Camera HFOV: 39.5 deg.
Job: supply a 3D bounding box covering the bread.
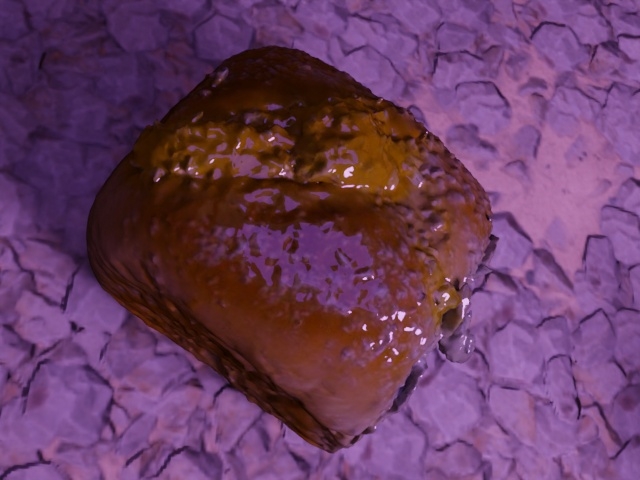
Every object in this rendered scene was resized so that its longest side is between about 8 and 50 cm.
[{"bbox_3d":[0.000,0.000,0.553,0.246,0.176,0.195,37,64,-2],"label":"bread"}]
